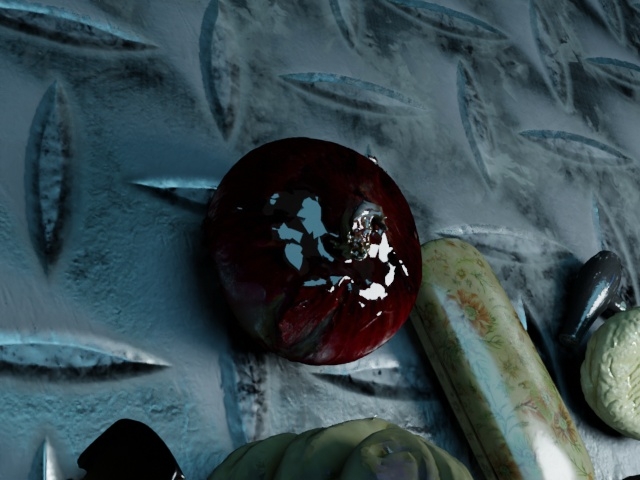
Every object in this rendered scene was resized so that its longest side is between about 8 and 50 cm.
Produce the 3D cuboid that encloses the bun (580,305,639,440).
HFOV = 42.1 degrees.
[{"bbox_3d":[0.504,0.202,1.305,0.220,0.134,0.221,-1,99,-9],"label":"bun"}]

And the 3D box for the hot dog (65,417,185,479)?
[{"bbox_3d":[-0.237,0.346,0.798,0.326,0.194,0.107,-46,134,-18],"label":"hot dog"}]

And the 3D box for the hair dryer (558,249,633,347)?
[{"bbox_3d":[0.504,0.146,1.404,0.219,0.075,0.196,42,59,-11],"label":"hair dryer"}]

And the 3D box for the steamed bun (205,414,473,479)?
[{"bbox_3d":[0.038,0.323,0.841,0.352,0.247,0.339,33,49,20],"label":"steamed bun"}]

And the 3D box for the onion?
[{"bbox_3d":[0.000,0.000,1.071,0.313,0.232,0.314,14,57,-22],"label":"onion"}]

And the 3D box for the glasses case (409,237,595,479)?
[{"bbox_3d":[0.246,0.191,1.188,0.156,0.098,0.426,-13,70,-33],"label":"glasses case"}]

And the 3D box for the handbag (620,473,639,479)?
[{"bbox_3d":[0.550,0.491,1.184,0.285,0.113,0.257,29,58,-13],"label":"handbag"}]
